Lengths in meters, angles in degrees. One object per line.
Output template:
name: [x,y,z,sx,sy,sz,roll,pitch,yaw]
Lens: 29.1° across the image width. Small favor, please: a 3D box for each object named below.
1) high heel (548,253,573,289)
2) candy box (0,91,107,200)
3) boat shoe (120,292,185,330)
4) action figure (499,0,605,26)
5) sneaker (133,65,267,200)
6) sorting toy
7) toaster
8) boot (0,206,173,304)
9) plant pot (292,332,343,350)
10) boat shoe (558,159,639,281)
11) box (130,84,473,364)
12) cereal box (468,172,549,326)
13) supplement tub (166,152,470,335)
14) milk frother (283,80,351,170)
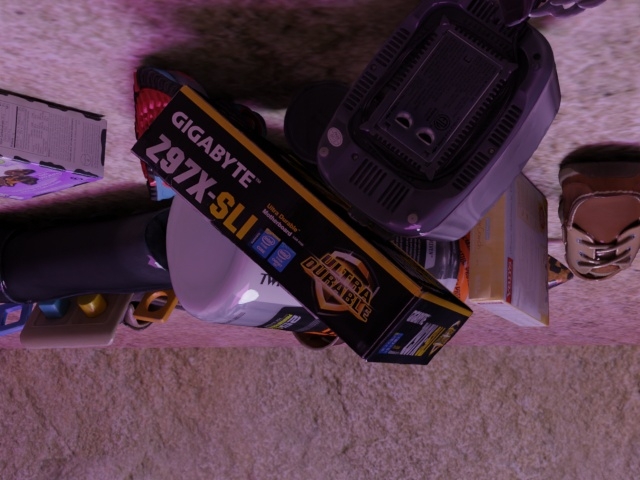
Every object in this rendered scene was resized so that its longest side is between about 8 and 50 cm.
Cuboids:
high heel: [0.238,0.040,1.869,0.261,0.093,0.186,6,178,25]
candy box: [-0.351,-0.100,1.283,0.196,0.070,0.165,11,165,-44]
boat shoe: [-0.320,0.081,2.054,0.355,0.130,0.132,-6,167,33]
action figure: [0.248,-0.178,0.769,0.285,0.099,0.185,3,161,-29]
sneaker: [-0.114,-0.114,1.196,0.125,0.104,0.262,-15,176,-11]
sorting toy: [-0.373,0.077,1.943,0.348,0.196,0.047,-4,138,26]
toaster: [0.106,-0.099,0.983,0.129,0.227,0.146,37,-176,17]
boot: [-0.382,0.027,1.708,0.445,0.146,0.367,0,-178,34]
plant pot: [0.054,0.099,2.064,0.165,0.167,0.167,1,171,-39]
boat shoe: [0.353,-0.017,1.510,0.123,0.119,0.324,-1,169,11]
box: [0.000,0.000,1.091,0.257,0.079,0.322,43,-175,15]
cereal box: [0.235,0.007,1.517,0.047,0.173,0.240,-2,168,23]
supplement tub: [0.007,0.009,1.457,0.338,0.207,0.207,9,166,-34]
milk frother: [0.058,-0.104,1.214,0.143,0.129,0.135,-44,161,4]
